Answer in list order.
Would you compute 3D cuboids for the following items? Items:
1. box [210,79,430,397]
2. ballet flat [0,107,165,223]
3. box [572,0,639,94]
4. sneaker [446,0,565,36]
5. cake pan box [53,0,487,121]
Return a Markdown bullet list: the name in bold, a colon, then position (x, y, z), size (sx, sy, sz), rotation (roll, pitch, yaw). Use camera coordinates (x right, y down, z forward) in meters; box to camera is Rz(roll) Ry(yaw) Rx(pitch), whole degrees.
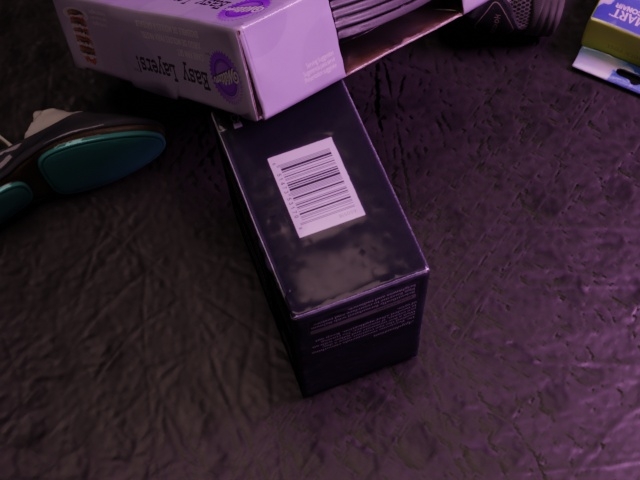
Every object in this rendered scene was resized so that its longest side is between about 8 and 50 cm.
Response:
- **box**: position (0.000, 0.000, 0.736), size (0.093, 0.158, 0.156), rotation (-19, 66, -7)
- **ballet flat**: position (-0.219, -0.060, 0.821), size (0.203, 0.074, 0.074), rotation (-27, 67, -9)
- **box**: position (0.290, -0.198, 0.893), size (0.109, 0.042, 0.178), rotation (25, 66, 13)
- **sneaker**: position (0.120, -0.271, 0.905), size (0.130, 0.087, 0.227), rotation (-2, 69, -7)
- **cake pan box**: position (-0.025, -0.178, 0.777), size (0.245, 0.070, 0.267), rotation (-32, 33, -26)
